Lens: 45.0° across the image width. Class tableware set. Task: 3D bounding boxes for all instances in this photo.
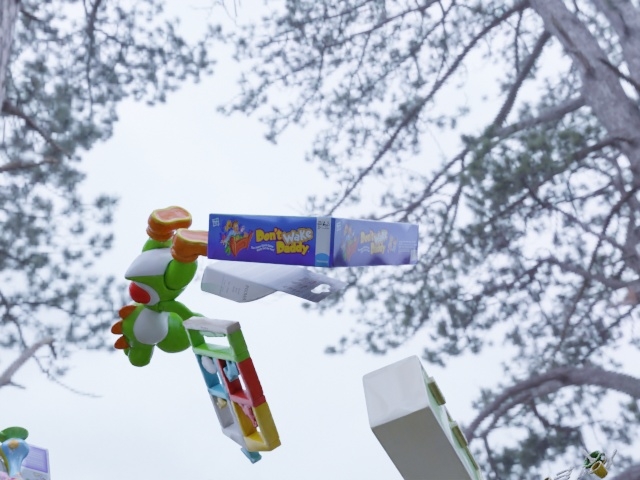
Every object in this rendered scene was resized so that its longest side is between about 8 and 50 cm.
[{"bbox_3d":[0.416,0.391,1.278,0.104,0.024,0.154,-42,-3,-42],"label":"tableware set"}]

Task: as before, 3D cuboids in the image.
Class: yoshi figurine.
[{"bbox_3d":[-0.322,0.116,1.697,0.203,0.203,0.362,21,-67,-6],"label":"yoshi figurine"}]

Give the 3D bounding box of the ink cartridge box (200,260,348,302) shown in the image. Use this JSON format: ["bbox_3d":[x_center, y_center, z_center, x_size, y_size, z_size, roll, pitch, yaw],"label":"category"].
[{"bbox_3d":[-0.083,0.085,1.446,0.225,0.056,0.181,19,15,17],"label":"ink cartridge box"}]

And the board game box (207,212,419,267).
[{"bbox_3d":[0.000,0.000,1.348,0.234,0.078,0.347,3,1,28],"label":"board game box"}]

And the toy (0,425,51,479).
[{"bbox_3d":[-0.395,0.341,1.020,0.056,0.237,0.137,-44,-48,11],"label":"toy"}]

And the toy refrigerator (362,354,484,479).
[{"bbox_3d":[0.159,0.295,1.098,0.094,0.102,0.269,-24,-59,11],"label":"toy refrigerator"}]

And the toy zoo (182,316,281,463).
[{"bbox_3d":[-0.163,0.287,1.465,0.030,0.293,0.192,-24,11,-32],"label":"toy zoo"}]
